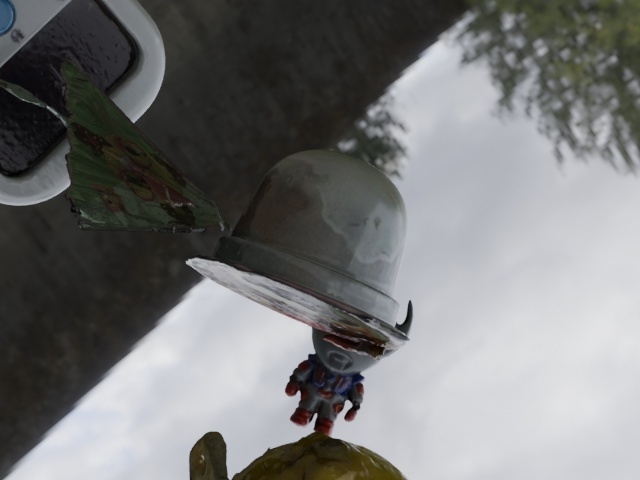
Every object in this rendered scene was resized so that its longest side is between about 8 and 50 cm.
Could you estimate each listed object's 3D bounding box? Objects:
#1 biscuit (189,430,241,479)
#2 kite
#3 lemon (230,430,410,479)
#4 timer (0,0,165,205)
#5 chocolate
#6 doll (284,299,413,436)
[{"bbox_3d":[-0.109,0.293,1.667,0.183,0.039,0.174,-41,-137,53],"label":"biscuit"},{"bbox_3d":[-0.179,-0.076,1.240,0.013,0.268,0.323,-49,-154,17],"label":"kite"},{"bbox_3d":[-0.002,0.275,1.173,0.204,0.260,0.204,5,-156,-2],"label":"lemon"},{"bbox_3d":[-0.305,-0.180,1.480,0.262,0.237,0.087,-46,-149,-10],"label":"timer"},{"bbox_3d":[0.002,-0.001,1.235,0.221,0.221,0.147,-5,-122,62],"label":"chocolate"},{"bbox_3d":[0.026,0.106,1.475,0.104,0.062,0.195,21,-98,26],"label":"doll"}]
